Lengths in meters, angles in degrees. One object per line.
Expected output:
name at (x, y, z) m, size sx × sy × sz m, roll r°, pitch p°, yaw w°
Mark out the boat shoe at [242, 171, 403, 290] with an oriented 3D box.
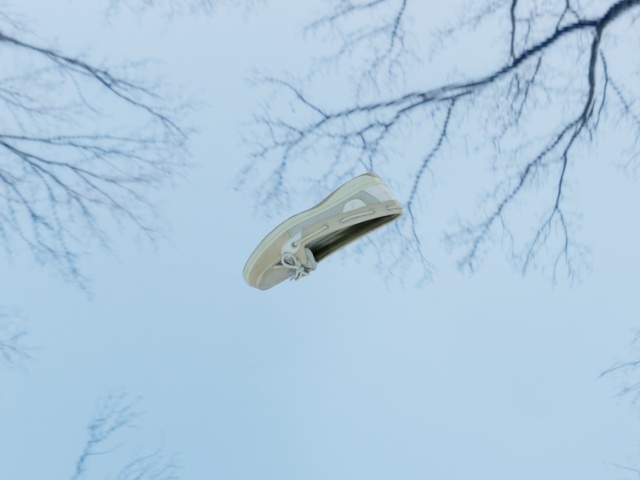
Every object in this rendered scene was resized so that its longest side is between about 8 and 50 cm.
boat shoe at (0.001, 0.000, 1.079) m, size 0.153 × 0.056 × 0.048 m, roll -34°, pitch -117°, yaw -6°
